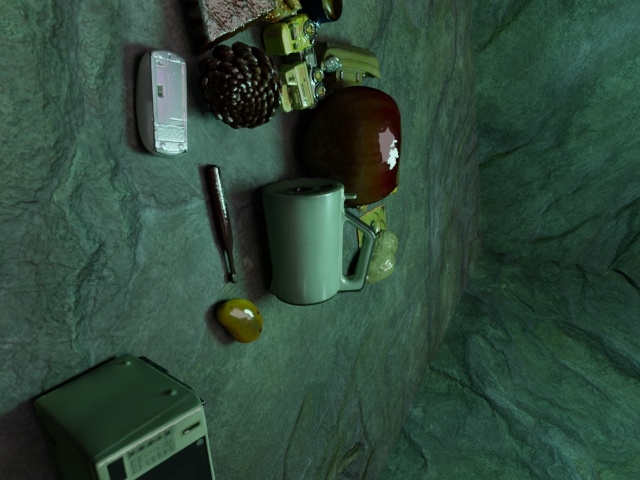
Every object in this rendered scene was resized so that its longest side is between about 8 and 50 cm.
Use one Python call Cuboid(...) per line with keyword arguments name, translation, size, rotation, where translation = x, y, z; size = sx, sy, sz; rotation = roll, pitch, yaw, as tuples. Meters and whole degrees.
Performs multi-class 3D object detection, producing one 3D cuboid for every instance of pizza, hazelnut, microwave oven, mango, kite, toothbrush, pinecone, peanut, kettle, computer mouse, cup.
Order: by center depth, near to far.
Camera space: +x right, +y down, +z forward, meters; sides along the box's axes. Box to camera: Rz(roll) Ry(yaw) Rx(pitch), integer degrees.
Cuboid(name="microwave oven", translation=(-0.392, 0.502, 0.912), size=(0.247, 0.333, 0.395), rotation=(-23, 118, -47))
Cuboid(name="computer mouse", translation=(-0.368, -0.319, 0.986), size=(0.126, 0.056, 0.245), rotation=(-13, 109, -53))
Cuboid(name="pinecone", translation=(-0.202, -0.403, 1.093), size=(0.221, 0.221, 0.222), rotation=(-19, 113, -52))
Cuboid(name="pizza", translation=(-0.161, -0.684, 1.156), size=(0.161, 0.062, 0.182), rotation=(-38, 111, -1))
Cuboid(name="toothbrush", translation=(-0.277, -0.038, 1.204), size=(0.041, 0.040, 0.364), rotation=(-33, 124, -47))
Cuboid(name="mango", translation=(-0.242, 0.241, 1.284), size=(0.115, 0.090, 0.178), rotation=(-49, 128, -27))
Cuboid(name="cup", translation=(-0.026, -0.731, 1.306), size=(0.150, 0.138, 0.113), rotation=(-56, 139, -31))
Cuboid(name="kettle", translation=(0.000, 0.000, 1.368), size=(0.250, 0.360, 0.377), rotation=(-107, -165, -68))
Cuboid(name="hazelnut", translation=(0.119, -0.327, 1.468), size=(0.359, 0.359, 0.410), rotation=(-17, 114, -53))
Cuboid(name="peanut", translation=(0.271, 0.080, 1.899), size=(0.291, 0.159, 0.143), rotation=(-56, 160, -31))
Cuboid(name="kite", translation=(0.260, -0.034, 2.002), size=(0.377, 0.013, 0.328), rotation=(44, 62, -48))

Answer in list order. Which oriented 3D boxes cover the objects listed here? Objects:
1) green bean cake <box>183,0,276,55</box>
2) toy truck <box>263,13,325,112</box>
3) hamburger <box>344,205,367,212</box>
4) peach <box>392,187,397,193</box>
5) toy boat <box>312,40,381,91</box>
Cuboid(name="green bean cake", translation=(-0.226, -0.594, 1.050), size=(0.232, 0.097, 0.199), rotation=(-27, 117, -30))
Cuboid(name="toy truck", translation=(-0.089, -0.535, 1.284), size=(0.157, 0.124, 0.272), rotation=(-37, 130, -35))
Cuboid(name="hamburger", translation=(0.170, -0.234, 1.746), size=(0.262, 0.124, 0.131), rotation=(-65, 161, -15))
Cuboid(name="peach", translation=(0.294, -0.265, 1.906), size=(0.151, 0.118, 0.151), rotation=(-4, 106, -15))
Cuboid(name="toy boat", translation=(0.093, -0.623, 1.517), size=(0.445, 0.135, 0.162), rotation=(-26, 124, -51))
